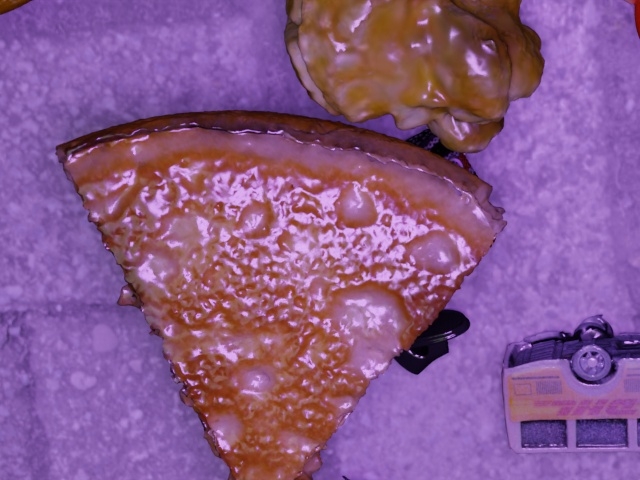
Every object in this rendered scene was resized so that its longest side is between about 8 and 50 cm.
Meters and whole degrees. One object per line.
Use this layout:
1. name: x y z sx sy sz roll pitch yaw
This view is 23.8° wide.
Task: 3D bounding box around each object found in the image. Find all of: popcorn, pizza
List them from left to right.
1. pizza: -0.056 0.076 1.500 0.440 0.130 0.406 8 99 0
2. popcorn: 0.100 -0.222 1.481 0.276 0.225 0.276 0 100 -2

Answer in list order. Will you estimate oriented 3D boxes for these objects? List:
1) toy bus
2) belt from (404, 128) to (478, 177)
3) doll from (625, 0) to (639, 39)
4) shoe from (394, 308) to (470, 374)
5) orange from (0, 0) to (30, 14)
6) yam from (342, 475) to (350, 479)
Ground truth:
1. toy bus: 0.360 0.154 1.569 0.343 0.097 0.138 -1 104 12
2. belt: 0.000 0.000 1.606 0.360 0.126 0.094 -30 89 11
3. doll: 0.374 -0.252 1.490 0.183 0.085 0.217 17 95 7
4. shoe: 0.090 0.118 1.639 0.159 0.062 0.053 -14 111 13
5. orange: -0.371 -0.349 1.529 0.279 0.279 0.235 -27 67 15
6. yam: -0.020 0.382 1.684 0.280 0.131 0.131 -39 92 17
